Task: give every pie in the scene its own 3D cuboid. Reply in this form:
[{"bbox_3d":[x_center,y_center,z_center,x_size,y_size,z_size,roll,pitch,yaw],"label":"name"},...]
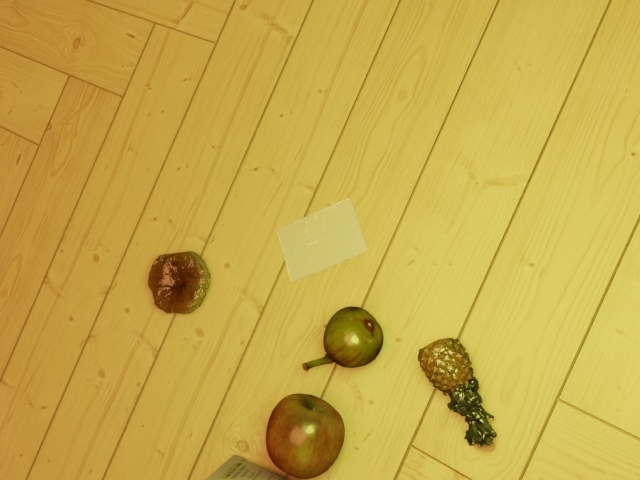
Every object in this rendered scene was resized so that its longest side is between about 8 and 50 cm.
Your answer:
[{"bbox_3d":[-0.395,0.120,1.971,0.195,0.046,0.195,-4,81,24],"label":"pie"}]

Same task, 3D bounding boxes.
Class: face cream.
[{"bbox_3d":[-0.132,0.613,1.727,0.274,0.154,0.096,20,111,19],"label":"face cream"}]

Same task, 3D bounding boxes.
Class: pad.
[{"bbox_3d":[0.000,0.000,1.835,0.232,0.004,0.156,-24,73,19],"label":"pad"}]

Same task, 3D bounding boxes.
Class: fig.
[{"bbox_3d":[0.067,0.253,1.700,0.142,0.148,0.186,34,135,12],"label":"fig"}]

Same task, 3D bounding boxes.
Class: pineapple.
[{"bbox_3d":[0.312,0.340,1.578,0.125,0.125,0.251,-29,76,17],"label":"pineapple"}]

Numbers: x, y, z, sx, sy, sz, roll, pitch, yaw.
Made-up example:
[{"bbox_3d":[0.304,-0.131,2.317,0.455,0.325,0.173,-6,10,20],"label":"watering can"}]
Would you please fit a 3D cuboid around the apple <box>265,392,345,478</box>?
[{"bbox_3d":[-0.039,0.463,1.672,0.188,0.188,0.173,23,98,26],"label":"apple"}]
